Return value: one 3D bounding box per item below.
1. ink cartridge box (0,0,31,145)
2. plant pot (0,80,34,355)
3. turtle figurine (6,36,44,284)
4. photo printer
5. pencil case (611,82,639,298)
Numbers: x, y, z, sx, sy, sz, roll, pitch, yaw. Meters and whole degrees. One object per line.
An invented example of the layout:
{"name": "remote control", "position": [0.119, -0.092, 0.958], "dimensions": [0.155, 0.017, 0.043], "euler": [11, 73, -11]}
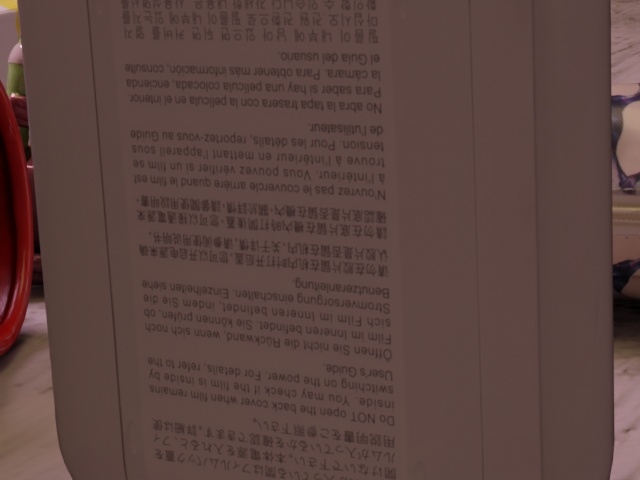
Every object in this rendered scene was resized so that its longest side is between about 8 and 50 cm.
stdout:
{"name": "ink cartridge box", "position": [-0.381, -0.137, 1.530], "dimensions": [0.279, 0.160, 0.385], "euler": [7, 18, 25]}
{"name": "plant pot", "position": [-0.281, -0.018, 1.052], "dimensions": [0.174, 0.191, 0.191], "euler": [-4, 15, 9]}
{"name": "turtle figurine", "position": [-0.128, -0.075, 1.229], "dimensions": [0.266, 0.197, 0.275], "euler": [11, 23, 29]}
{"name": "photo printer", "position": [0.000, 0.000, 0.735], "dimensions": [0.256, 0.307, 0.107], "euler": [4, 15, 28]}
{"name": "pencil case", "position": [0.168, -0.029, 1.104], "dimensions": [0.410, 0.159, 0.183], "euler": [1, 1, 8]}
